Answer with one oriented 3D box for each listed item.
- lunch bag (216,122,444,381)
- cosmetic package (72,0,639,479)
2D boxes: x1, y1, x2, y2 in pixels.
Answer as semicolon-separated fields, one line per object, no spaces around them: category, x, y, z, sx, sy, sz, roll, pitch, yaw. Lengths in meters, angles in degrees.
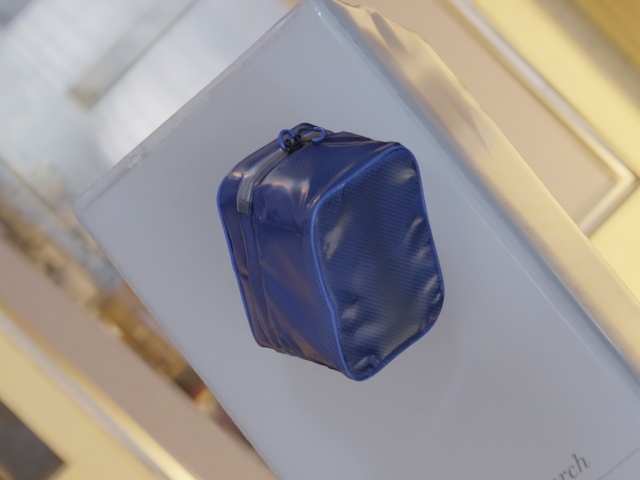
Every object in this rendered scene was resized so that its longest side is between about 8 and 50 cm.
lunch bag;0.000;0.000;0.798;0.065;0.067;0.098;14;-54;42
cosmetic package;0.106;0.109;0.965;0.453;0.161;0.230;52;12;8
